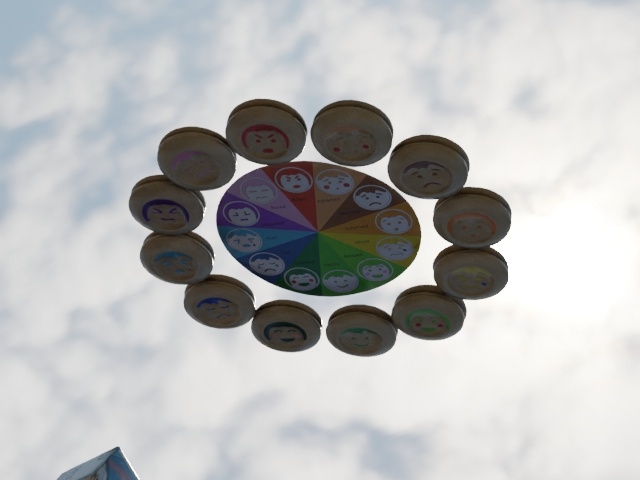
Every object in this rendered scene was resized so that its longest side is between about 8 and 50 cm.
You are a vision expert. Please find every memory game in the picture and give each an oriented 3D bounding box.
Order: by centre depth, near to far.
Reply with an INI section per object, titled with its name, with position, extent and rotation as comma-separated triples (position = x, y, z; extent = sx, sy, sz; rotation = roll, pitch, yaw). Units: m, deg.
[memory game]
position = 0.000, 0.000, 0.776
extent = 0.186, 0.186, 0.012
rotation = -6, -132, 18

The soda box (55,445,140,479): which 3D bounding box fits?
[soda box]
position = -0.148, 0.262, 1.312
extent = 0.063, 0.183, 0.058
rotation = -28, -170, 20
